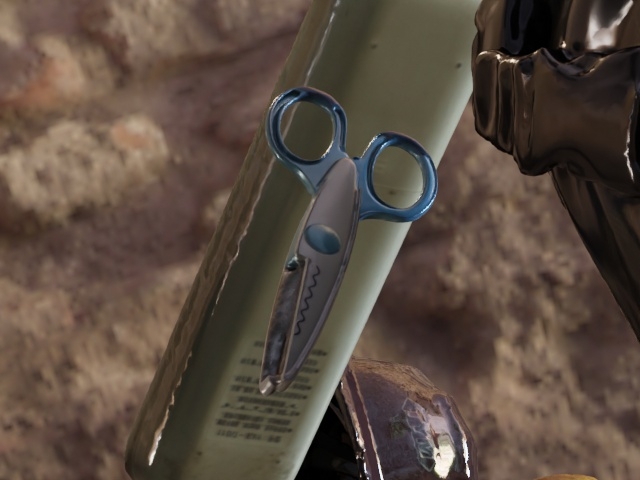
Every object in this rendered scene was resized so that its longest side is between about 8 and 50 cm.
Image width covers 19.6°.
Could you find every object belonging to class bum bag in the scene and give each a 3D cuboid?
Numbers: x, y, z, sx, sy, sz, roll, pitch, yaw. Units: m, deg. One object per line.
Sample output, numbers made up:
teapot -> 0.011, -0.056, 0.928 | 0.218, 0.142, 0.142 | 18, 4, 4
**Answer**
bum bag -> 0.122, 0.026, 0.494 | 0.074, 0.137, 0.310 | -29, -107, -8

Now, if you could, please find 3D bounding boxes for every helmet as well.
helmet -> 0.058, 0.216, 1.698 | 0.177, 0.225, 0.305 | -3, 160, -23

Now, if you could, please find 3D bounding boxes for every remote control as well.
remote control -> -0.006, 0.004, 0.853 | 0.090, 0.309, 0.038 | 9, -151, -26

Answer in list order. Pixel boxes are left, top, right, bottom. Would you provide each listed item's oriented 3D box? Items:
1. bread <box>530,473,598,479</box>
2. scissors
bread -> 0.062, 0.204, 0.749 | 0.102, 0.245, 0.094 | 29, -164, -12
scissors -> 0.000, 0.000, 0.536 | 0.058, 0.014, 0.119 | 28, -137, -7
